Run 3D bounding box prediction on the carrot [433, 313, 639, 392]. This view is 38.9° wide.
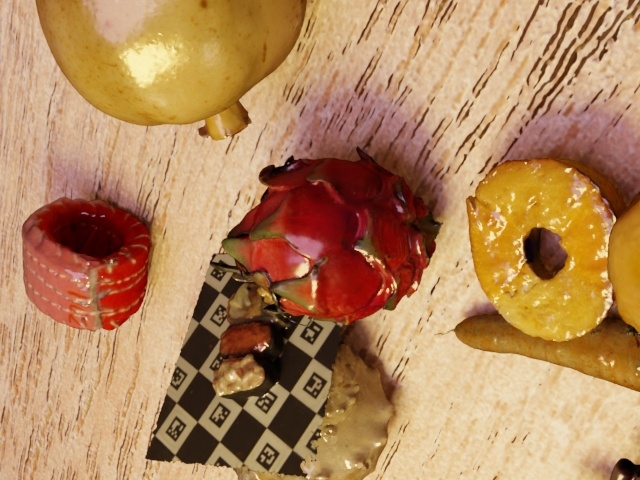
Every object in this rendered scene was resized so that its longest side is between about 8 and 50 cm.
[{"bbox_3d":[0.252,0.109,0.974,0.298,0.078,0.078,5,113,37],"label":"carrot"}]

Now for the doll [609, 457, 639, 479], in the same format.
[{"bbox_3d":[0.363,0.296,0.946,0.182,0.117,0.257,44,128,13],"label":"doll"}]

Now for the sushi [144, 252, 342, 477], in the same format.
[{"bbox_3d":[-0.097,0.133,1.110,0.264,0.290,0.050,-3,153,36],"label":"sushi"}]

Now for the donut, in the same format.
[{"bbox_3d":[0.238,0.002,0.917,0.174,0.074,0.190,-11,97,44],"label":"donut"}]

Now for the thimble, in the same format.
[{"bbox_3d":[-0.330,0.028,1.281,0.189,0.163,0.125,36,128,34],"label":"thimble"}]

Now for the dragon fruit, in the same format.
[{"bbox_3d":[0.000,0.000,1.008,0.274,0.193,0.192,-8,100,8],"label":"dragon fruit"}]

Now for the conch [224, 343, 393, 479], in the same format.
[{"bbox_3d":[-0.055,0.232,1.183,0.263,0.186,0.324,57,131,27],"label":"conch"}]

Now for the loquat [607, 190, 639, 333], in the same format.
[{"bbox_3d":[0.366,0.018,0.765,0.238,0.193,0.238,4,103,15],"label":"loquat"}]

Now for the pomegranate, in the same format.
[{"bbox_3d":[-0.153,-0.255,0.955,0.319,0.319,0.319,15,118,29],"label":"pomegranate"}]
